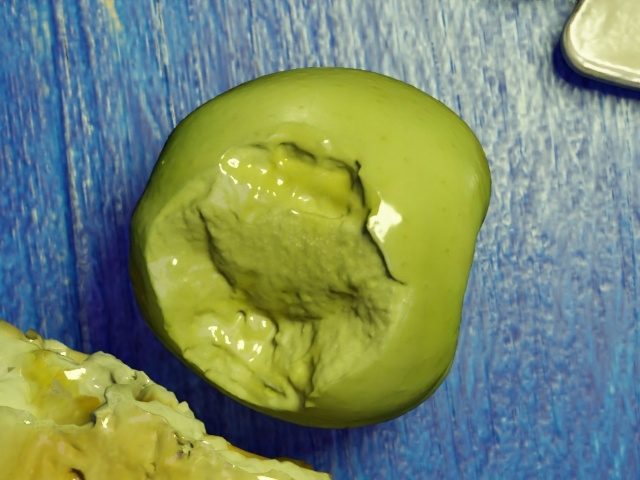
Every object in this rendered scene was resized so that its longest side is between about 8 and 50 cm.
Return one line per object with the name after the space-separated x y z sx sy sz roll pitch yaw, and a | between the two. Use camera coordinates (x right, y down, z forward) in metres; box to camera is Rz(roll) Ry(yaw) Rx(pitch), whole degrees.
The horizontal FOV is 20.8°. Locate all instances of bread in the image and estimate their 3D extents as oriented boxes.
-0.145 0.288 1.277 0.361 0.250 0.394 25 99 7 | bread

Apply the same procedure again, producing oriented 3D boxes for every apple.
0.000 0.000 1.289 0.279 0.279 0.279 0 89 -2 | apple

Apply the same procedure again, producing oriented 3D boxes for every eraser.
0.302 -0.191 1.394 0.243 0.059 0.204 -20 90 -6 | eraser
